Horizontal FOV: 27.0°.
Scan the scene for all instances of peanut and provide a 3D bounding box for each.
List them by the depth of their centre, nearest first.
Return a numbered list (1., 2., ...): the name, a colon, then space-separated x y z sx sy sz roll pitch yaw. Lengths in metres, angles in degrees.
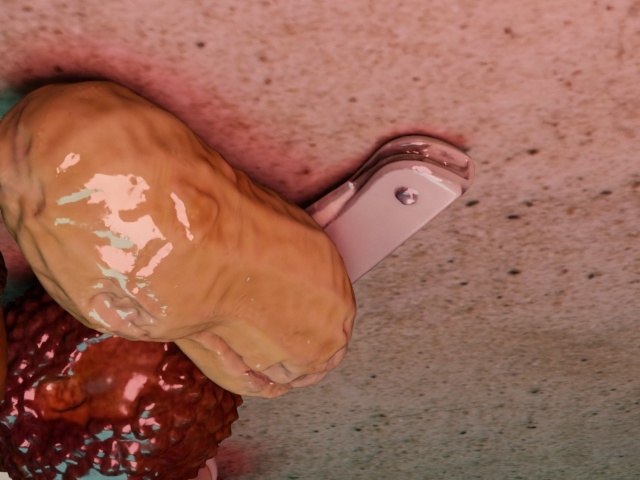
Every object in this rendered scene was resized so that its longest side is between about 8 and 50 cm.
1. peanut: -0.078 0.009 0.798 0.130 0.130 0.290 -19 146 32

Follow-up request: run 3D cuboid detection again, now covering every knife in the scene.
1. knife: 0.003 0.001 0.897 0.073 0.041 0.265 25 146 -22

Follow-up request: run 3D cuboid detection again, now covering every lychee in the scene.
1. lychee: -0.148 0.104 0.968 0.188 0.188 0.188 -1 154 0

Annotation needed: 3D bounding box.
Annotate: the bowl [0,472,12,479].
1. bowl: -0.294 0.192 1.120 0.313 0.146 0.313 5 141 4

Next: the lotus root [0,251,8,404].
1. lotus root: -0.348 0.111 0.835 0.346 0.250 0.250 -47 140 9

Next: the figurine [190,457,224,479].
1. figurine: -0.161 0.308 1.347 0.320 0.196 0.323 36 156 25
